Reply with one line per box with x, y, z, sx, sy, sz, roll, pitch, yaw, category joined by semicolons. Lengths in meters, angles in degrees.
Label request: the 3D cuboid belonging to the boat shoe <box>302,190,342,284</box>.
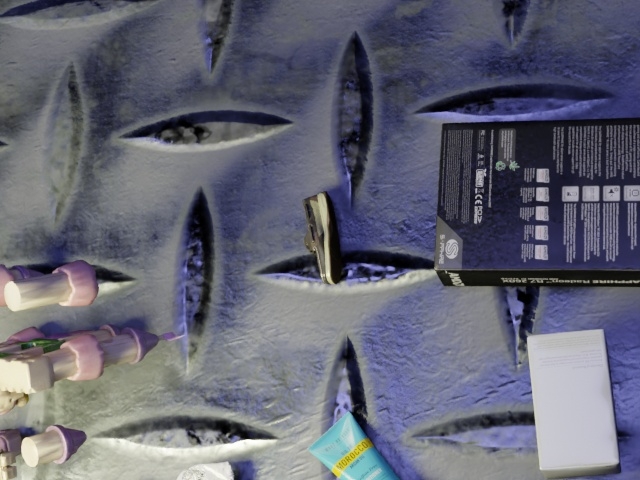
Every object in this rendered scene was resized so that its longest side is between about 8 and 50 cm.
0.000;0.000;1.753;0.049;0.056;0.152;-14;60;16;boat shoe

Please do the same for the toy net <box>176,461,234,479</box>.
-0.226;0.386;1.691;0.232;0.045;0.122;-36;65;0;toy net

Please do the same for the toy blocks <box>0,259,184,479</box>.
-0.389;0.182;1.731;0.288;0.260;0.309;-3;96;44;toy blocks

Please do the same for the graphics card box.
0.352;-0.052;1.649;0.370;0.094;0.233;-1;73;14;graphics card box

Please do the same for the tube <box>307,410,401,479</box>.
0.075;0.338;1.625;0.080;0.052;0.207;-38;61;-11;tube

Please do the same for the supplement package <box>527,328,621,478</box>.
0.340;0.221;1.556;0.105;0.105;0.179;-7;70;13;supplement package

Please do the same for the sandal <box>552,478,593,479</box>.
0.332;0.369;1.506;0.416;0.169;0.102;-3;31;13;sandal
